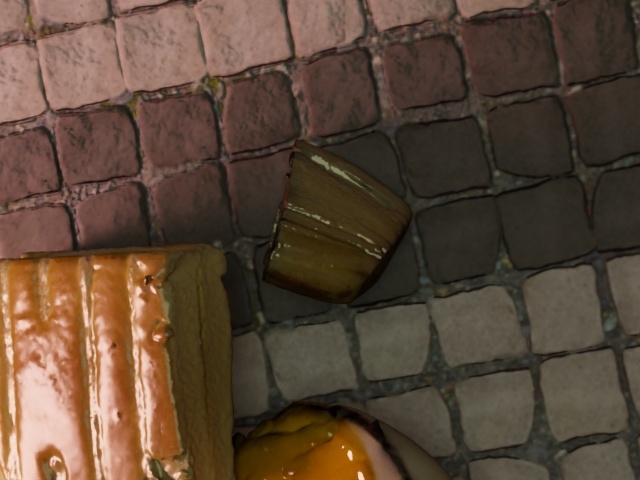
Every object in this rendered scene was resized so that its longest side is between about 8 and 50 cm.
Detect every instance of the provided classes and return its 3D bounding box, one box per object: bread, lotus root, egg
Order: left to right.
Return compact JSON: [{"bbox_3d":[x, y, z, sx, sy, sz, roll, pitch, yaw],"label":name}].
[{"bbox_3d":[-0.193,0.128,1.337,0.239,0.111,0.246,-3,88,34],"label":"bread"},{"bbox_3d":[0.004,0.000,1.372,0.135,0.095,0.159,25,51,3],"label":"lotus root"},{"bbox_3d":[0.024,0.289,1.316,0.286,0.174,0.264,2,77,41],"label":"egg"}]
